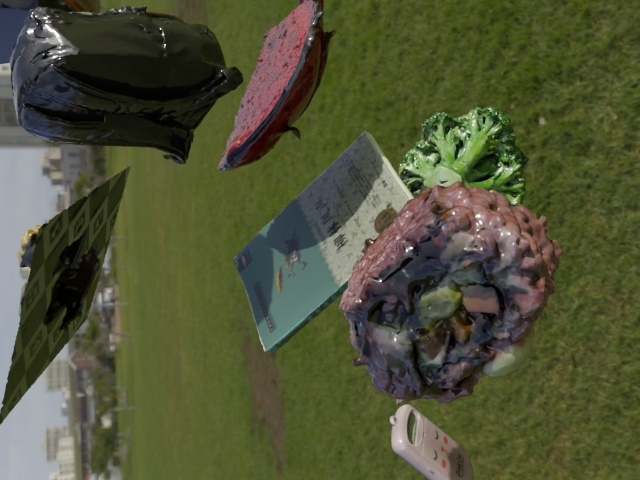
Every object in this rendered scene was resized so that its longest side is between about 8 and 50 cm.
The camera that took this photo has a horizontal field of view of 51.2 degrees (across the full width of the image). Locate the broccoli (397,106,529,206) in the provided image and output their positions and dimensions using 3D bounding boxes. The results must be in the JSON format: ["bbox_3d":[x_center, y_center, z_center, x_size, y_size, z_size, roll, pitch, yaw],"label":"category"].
[{"bbox_3d":[0.276,-0.140,1.372,0.253,0.269,0.269,66,162,-5],"label":"broccoli"}]

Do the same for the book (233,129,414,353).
[{"bbox_3d":[0.000,0.000,1.233,0.379,0.031,0.264,-43,43,16],"label":"book"}]

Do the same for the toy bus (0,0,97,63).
[{"bbox_3d":[-0.531,-0.379,1.032,0.171,0.387,0.162,48,-135,-70],"label":"toy bus"}]

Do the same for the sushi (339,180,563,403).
[{"bbox_3d":[0.162,0.068,0.809,0.270,0.236,0.171,-45,3,25],"label":"sushi"}]

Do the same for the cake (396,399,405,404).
[{"bbox_3d":[0.199,0.158,1.256,0.115,0.113,0.295,58,-147,-34],"label":"cake"}]

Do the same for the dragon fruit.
[{"bbox_3d":[-0.057,-0.275,1.182,0.282,0.100,0.343,-16,51,63],"label":"dragon fruit"}]

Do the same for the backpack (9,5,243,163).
[{"bbox_3d":[-0.162,-0.132,0.540,0.120,0.165,0.105,-43,60,33],"label":"backpack"}]

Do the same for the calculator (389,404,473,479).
[{"bbox_3d":[0.175,0.335,1.065,0.032,0.175,0.100,-44,12,28],"label":"calculator"}]

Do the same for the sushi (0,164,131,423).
[{"bbox_3d":[-0.360,0.049,0.886,0.292,0.059,0.293,-79,11,-68],"label":"sushi"}]
